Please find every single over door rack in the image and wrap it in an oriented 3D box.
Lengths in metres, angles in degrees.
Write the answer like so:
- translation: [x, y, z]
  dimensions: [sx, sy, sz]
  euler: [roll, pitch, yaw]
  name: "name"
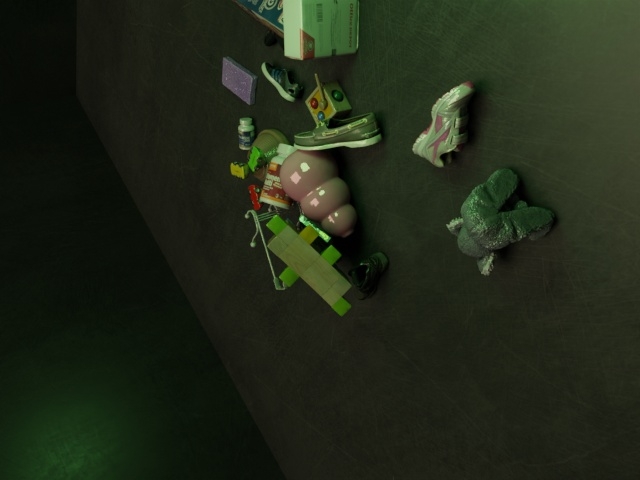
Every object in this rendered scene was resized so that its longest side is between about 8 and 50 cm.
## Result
- translation: [-0.133, 0.014, 1.941]
  dimensions: [0.108, 0.239, 0.324]
  euler: [-28, 85, 53]
  name: "over door rack"

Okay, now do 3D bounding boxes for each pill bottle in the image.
- translation: [-0.136, -0.235, 1.854]
  dimensions: [0.121, 0.121, 0.221]
  euler: [21, 95, 46]
  name: "pill bottle"
- translation: [-0.304, -0.439, 2.076]
  dimensions: [0.067, 0.067, 0.120]
  euler: [30, 130, 41]
  name: "pill bottle"

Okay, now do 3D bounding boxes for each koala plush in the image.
- translation: [0.413, -0.028, 1.266]
  dimensions: [0.196, 0.203, 0.221]
  euler: [56, 155, 18]
  name: "koala plush"

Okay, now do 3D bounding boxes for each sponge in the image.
- translation: [-0.328, -0.645, 2.032]
  dimensions: [0.210, 0.031, 0.117]
  euler: [42, 137, 31]
  name: "sponge"

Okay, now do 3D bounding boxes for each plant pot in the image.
- translation: [-0.213, -0.314, 1.988]
  dimensions: [0.237, 0.110, 0.237]
  euler: [30, 130, 43]
  name: "plant pot"

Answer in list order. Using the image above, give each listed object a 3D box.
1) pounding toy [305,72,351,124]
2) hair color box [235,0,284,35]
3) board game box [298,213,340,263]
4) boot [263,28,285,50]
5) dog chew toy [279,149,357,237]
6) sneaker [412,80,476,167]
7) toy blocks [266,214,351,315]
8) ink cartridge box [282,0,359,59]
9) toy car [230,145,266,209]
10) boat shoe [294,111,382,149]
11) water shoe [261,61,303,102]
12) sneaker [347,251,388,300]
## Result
- translation: [0.017, -0.449, 1.620]
  dimensions: [0.141, 0.100, 0.130]
  euler: [-35, 80, 54]
  name: "pounding toy"
- translation: [-0.140, -0.726, 1.602]
  dimensions: [0.347, 0.174, 0.105]
  euler: [43, 103, 31]
  name: "hair color box"
- translation: [0.000, 0.000, 1.802]
  dimensions: [0.136, 0.030, 0.259]
  euler: [41, 172, 20]
  name: "board game box"
- translation: [-0.145, -0.700, 1.753]
  dimensions: [0.099, 0.045, 0.121]
  euler: [55, 139, 18]
  name: "boot"
- translation: [0.006, -0.156, 1.718]
  dimensions: [0.332, 0.206, 0.206]
  euler: [57, 144, 2]
  name: "dog chew toy"
- translation: [0.339, -0.290, 1.294]
  dimensions: [0.111, 0.103, 0.252]
  euler: [48, 147, 20]
  name: "sneaker"
- translation: [-0.040, 0.064, 1.730]
  dimensions: [0.381, 0.191, 0.261]
  euler: [44, -177, -8]
  name: "toy blocks"
- translation: [0.004, -0.614, 1.449]
  dimensions: [0.092, 0.218, 0.158]
  euler: [29, 129, 43]
  name: "ink cartridge box"
- translation: [-0.251, -0.265, 1.919]
  dimensions: [0.239, 0.053, 0.225]
  euler: [55, 141, 23]
  name: "toy car"
- translation: [0.044, -0.342, 1.585]
  dimensions: [0.305, 0.109, 0.091]
  euler: [1, 119, 31]
  name: "boat shoe"
- translation: [-0.130, -0.578, 1.793]
  dimensions: [0.080, 0.073, 0.203]
  euler: [-46, 68, 24]
  name: "water shoe"
- translation: [0.140, 0.140, 1.747]
  dimensions: [0.087, 0.130, 0.227]
  euler: [53, 144, 24]
  name: "sneaker"
